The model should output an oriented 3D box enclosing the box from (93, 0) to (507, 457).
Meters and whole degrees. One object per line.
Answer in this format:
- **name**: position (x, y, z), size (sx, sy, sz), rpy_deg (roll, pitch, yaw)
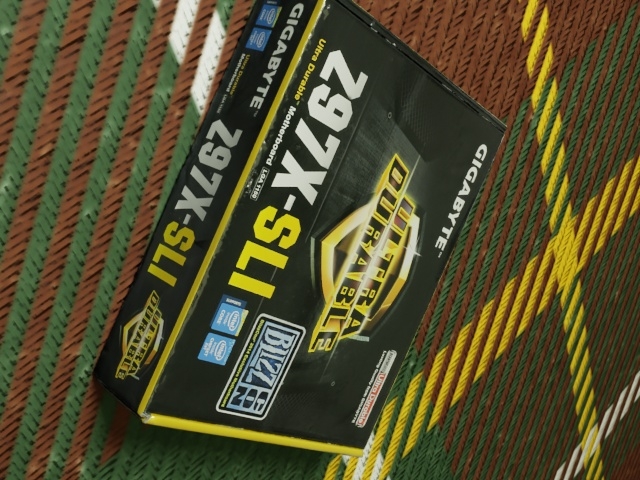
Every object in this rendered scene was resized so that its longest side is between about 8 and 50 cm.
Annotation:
- **box**: position (0.000, 0.000, 0.676), size (0.257, 0.079, 0.322), rpy_deg (25, 89, -45)
